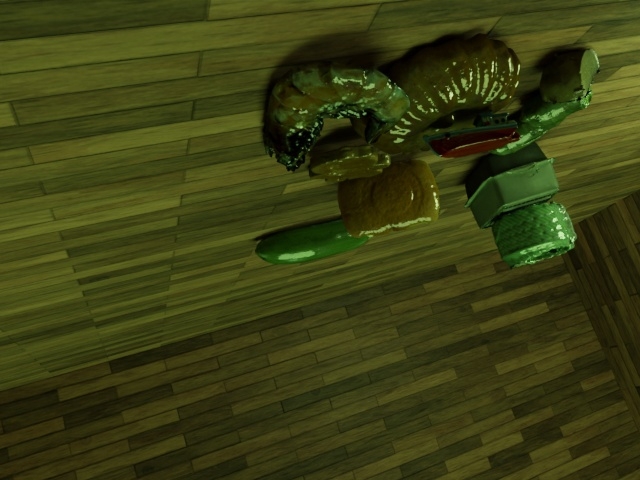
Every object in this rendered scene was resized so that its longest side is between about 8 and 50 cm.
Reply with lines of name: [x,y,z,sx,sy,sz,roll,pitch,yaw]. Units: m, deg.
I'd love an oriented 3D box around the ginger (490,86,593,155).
ginger: [0.498,-0.283,1.416,0.137,0.089,0.290,-33,178,-24]

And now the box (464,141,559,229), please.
box: [0.553,-0.157,1.794,0.221,0.166,0.290,-17,166,-6]

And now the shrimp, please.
shrimp: [0.020,-0.194,1.041,0.233,0.071,0.365,4,162,-7]

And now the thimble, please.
thimble: [0.618,-0.015,1.765,0.219,0.150,0.219,-16,168,-4]

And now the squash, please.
squash: [0.000,0.000,1.810,0.395,0.107,0.107,-11,165,-23]

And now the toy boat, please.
toy boat: [0.274,-0.192,1.108,0.173,0.058,0.069,-12,167,-1]

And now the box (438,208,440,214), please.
box: [0.364,-0.090,2.083,0.079,0.035,0.083,-18,165,-4]

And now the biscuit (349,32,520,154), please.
biscuit: [0.217,-0.252,1.135,0.326,0.107,0.326,-15,169,-3]

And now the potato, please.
potato: [0.492,-0.344,1.219,0.101,0.089,0.172,-5,-149,41]

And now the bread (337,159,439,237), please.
bread: [0.163,-0.100,1.491,0.246,0.174,0.121,-10,170,-5]

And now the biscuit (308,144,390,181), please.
biscuit: [0.057,-0.167,1.314,0.184,0.035,0.249,-9,175,13]
